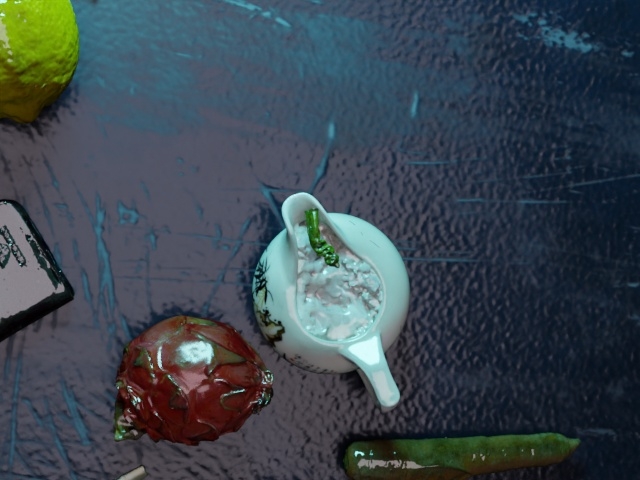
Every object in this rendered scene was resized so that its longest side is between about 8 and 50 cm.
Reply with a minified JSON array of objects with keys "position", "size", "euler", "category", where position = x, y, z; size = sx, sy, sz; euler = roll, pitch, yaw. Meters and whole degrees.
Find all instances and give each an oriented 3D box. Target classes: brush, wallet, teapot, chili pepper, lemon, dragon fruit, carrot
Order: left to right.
[{"position":[-0.491,0.085,1.556],"size":[0.318,0.045,0.172],"euler":[-31,97,-9],"category":"wallet"},{"position":[-0.395,-0.254,1.494],"size":[0.192,0.192,0.231],"euler":[-23,95,-9],"category":"lemon"},{"position":[-0.269,0.324,1.614],"size":[0.083,0.013,0.016],"euler":[-26,93,-10],"category":"brush"},{"position":[-0.168,0.180,1.552],"size":[0.209,0.172,0.172],"euler":[-9,92,-9],"category":"dragon fruit"},{"position":[0.000,0.000,1.517],"size":[0.027,0.022,0.083],"euler":[-24,88,-11],"category":"chili pepper"},{"position":[0.027,0.086,1.595],"size":[0.208,0.166,0.300],"euler":[-29,85,-20],"category":"teapot"},{"position":[0.200,0.299,1.670],"size":[0.342,0.070,0.070],"euler":[-2,91,-11],"category":"carrot"}]
